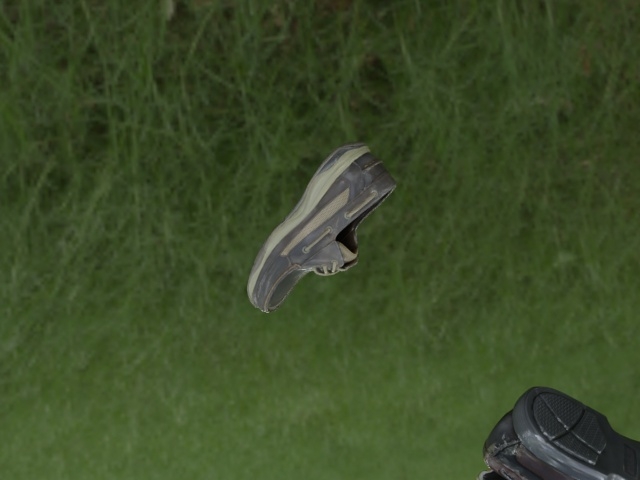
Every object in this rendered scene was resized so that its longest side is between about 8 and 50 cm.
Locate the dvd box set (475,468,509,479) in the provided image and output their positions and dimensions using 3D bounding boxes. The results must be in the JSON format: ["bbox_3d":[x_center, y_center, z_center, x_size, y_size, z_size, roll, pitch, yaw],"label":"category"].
[{"bbox_3d":[0.195,0.471,1.157,0.062,0.307,0.420,-9,141,-19],"label":"dvd box set"}]

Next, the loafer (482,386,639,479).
[{"bbox_3d":[0.297,0.254,1.081,0.302,0.109,0.095,34,130,-6],"label":"loafer"}]

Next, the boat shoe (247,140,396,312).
[{"bbox_3d":[0.000,0.000,1.867,0.355,0.130,0.132,-56,165,26],"label":"boat shoe"}]
